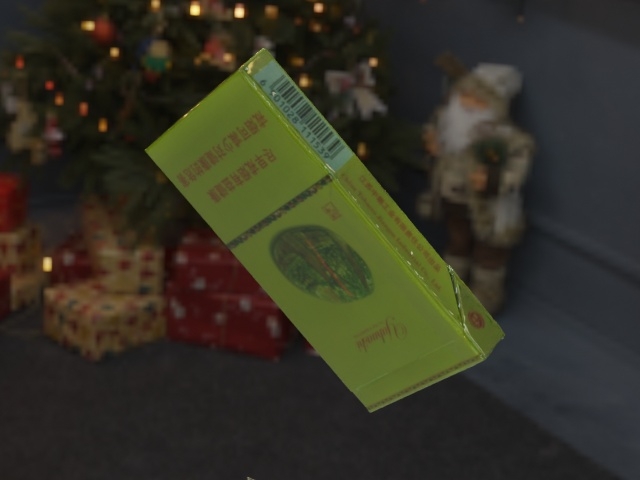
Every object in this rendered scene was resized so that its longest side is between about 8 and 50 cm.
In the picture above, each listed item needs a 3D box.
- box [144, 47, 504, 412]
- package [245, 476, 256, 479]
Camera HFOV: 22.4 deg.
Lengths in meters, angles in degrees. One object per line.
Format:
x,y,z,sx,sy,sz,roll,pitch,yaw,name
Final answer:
0.000,0.000,1.475,0.047,0.335,0.187,-45,8,-39,box
-0.021,0.195,1.056,0.083,0.059,0.029,20,-8,2,package
